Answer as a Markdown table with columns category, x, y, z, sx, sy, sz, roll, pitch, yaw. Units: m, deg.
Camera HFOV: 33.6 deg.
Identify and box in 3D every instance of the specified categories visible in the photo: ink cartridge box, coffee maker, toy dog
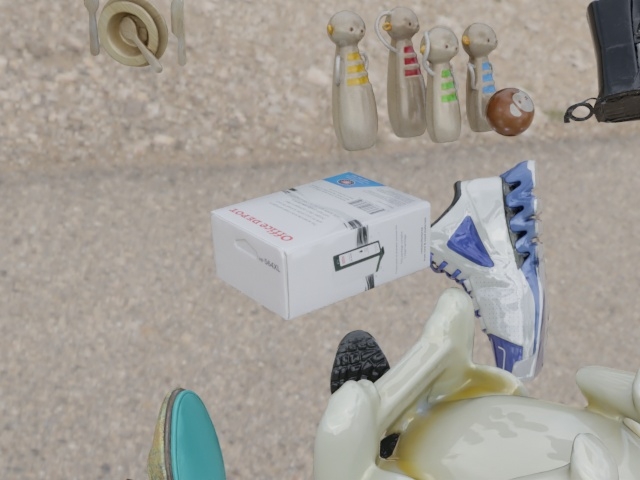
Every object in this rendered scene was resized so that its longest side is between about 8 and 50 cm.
| category | x | y | z | sx | sy | sz | roll | pitch | yaw |
| --- | --- | --- | --- | --- | --- | --- | --- | --- | --- |
| ink cartridge box | 0.000 | 0.000 | 1.178 | 0.203 | 0.086 | 0.148 | -19 | 28 | -32 |
| coffee maker | 0.459 | -0.284 | 1.633 | 0.171 | 0.120 | 0.178 | -1 | 66 | -3 |
| toy dog | 0.222 | 0.291 | 0.997 | 0.407 | 0.396 | 0.284 | 21 | 26 | 29 |

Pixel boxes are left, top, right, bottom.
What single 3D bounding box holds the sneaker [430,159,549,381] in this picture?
| category | x | y | z | sx | sy | sz | roll | pitch | yaw |
| --- | --- | --- | --- | --- | --- | --- | --- | --- | --- |
| sneaker | 0.233 | 0.047 | 1.534 | 0.182 | 0.316 | 0.127 | -3 | -5 | 18 |

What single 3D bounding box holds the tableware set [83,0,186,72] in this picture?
| category | x | y | z | sx | sy | sz | roll | pitch | yaw |
| --- | --- | --- | --- | --- | --- | --- | --- | --- | --- |
| tableware set | -0.216 | -0.281 | 1.172 | 0.128 | 0.194 | 0.039 | 9 | 30 | 16 |

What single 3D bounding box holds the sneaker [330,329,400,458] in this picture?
| category | x | y | z | sx | sy | sz | roll | pitch | yaw |
| --- | --- | --- | --- | --- | --- | --- | --- | --- | --- |
| sneaker | 0.076 | 0.272 | 1.849 | 0.107 | 0.283 | 0.124 | -12 | 22 | 1 |

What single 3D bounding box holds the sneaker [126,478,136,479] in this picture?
| category | x | y | z | sx | sy | sz | roll | pitch | yaw |
| --- | --- | --- | --- | --- | --- | --- | --- | --- | --- |
| sneaker | -0.224 | 0.305 | 1.264 | 0.069 | 0.098 | 0.038 | 26 | 56 | -13 |

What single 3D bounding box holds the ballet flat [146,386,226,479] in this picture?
| category | x | y | z | sx | sy | sz | roll | pitch | yaw |
| --- | --- | --- | --- | --- | --- | --- | --- | --- | --- |
| ballet flat | -0.174 | 0.374 | 1.406 | 0.123 | 0.123 | 0.349 | -10 | 72 | -35 |

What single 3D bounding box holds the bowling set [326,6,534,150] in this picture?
| category | x | y | z | sx | sy | sz | roll | pitch | yaw |
| --- | --- | --- | --- | --- | --- | --- | --- | --- | --- |
| bowling set | 0.154 | -0.197 | 1.214 | 0.199 | 0.154 | 0.287 | 1 | 13 | 31 |
